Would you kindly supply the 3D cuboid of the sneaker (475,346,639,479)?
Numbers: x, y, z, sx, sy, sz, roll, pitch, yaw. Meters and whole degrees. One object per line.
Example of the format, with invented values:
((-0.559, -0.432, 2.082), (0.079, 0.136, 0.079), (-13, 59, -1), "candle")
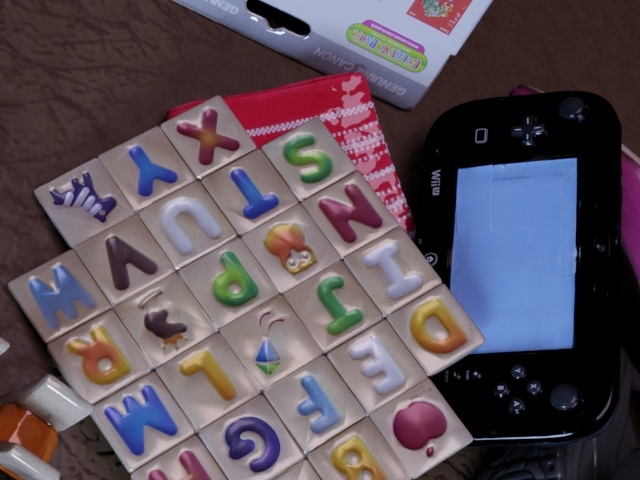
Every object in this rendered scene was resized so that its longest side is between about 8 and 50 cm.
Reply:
((0.198, 0.192, 1.298), (0.130, 0.109, 0.286), (37, 62, -29), "sneaker")

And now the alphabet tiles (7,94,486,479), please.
((-0.052, 0.055, 1.210), (0.285, 0.011, 0.342), (-29, 72, -22), "alphabet tiles")

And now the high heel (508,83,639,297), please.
((0.256, 0.038, 1.407), (0.181, 0.127, 0.377), (-45, 71, 7), "high heel")

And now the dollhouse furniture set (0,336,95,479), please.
((-0.315, 0.166, 1.040), (0.259, 0.135, 0.262), (39, 56, -22), "dollhouse furniture set")

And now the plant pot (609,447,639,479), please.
((0.273, 0.265, 1.210), (0.167, 0.187, 0.188), (27, 51, 26), "plant pot")

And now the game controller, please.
((0.155, 0.018, 1.288), (0.166, 0.067, 0.319), (0, 58, 10), "game controller")

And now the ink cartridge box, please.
((0.013, -0.297, 1.360), (0.309, 0.272, 0.130), (25, 29, -17), "ink cartridge box")

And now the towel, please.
((0.000, 0.000, 1.314), (0.199, 0.031, 0.275), (-12, 76, -31), "towel")
